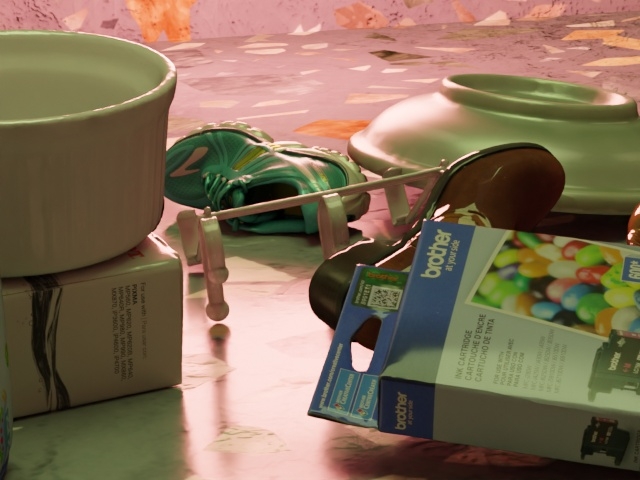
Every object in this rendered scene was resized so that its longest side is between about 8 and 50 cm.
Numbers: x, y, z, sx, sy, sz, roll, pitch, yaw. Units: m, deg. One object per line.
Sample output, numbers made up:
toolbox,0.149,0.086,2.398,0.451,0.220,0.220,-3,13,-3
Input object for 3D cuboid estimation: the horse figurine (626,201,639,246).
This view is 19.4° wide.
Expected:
horse figurine,0.329,-0.003,1.578,0.174,0.066,0.263,12,17,30

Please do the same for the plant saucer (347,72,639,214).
plant saucer,0.232,-0.117,2.032,0.401,0.100,0.400,6,13,-1

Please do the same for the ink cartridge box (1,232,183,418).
ink cartridge box,-0.269,0.056,1.519,0.273,0.114,0.197,-11,24,-24

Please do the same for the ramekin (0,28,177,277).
ramekin,-0.253,-0.073,1.507,0.277,0.135,0.277,0,21,0

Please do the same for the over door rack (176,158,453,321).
over door rack,0.000,0.000,1.734,0.240,0.108,0.324,-11,2,-7

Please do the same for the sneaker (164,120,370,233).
sneaker,-0.079,-0.061,2.013,0.275,0.107,0.110,8,27,38

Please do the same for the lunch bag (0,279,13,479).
lunch bag,-0.273,0.078,1.262,0.090,0.219,0.176,-3,15,5

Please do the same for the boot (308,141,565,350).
boot,0.168,0.031,1.451,0.264,0.096,0.280,-26,32,-30

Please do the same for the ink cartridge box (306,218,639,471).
ink cartridge box,0.159,0.071,1.316,0.311,0.065,0.185,6,38,12

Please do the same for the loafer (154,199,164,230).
loafer,-0.267,-0.029,1.942,0.220,0.080,0.078,-4,31,-46
